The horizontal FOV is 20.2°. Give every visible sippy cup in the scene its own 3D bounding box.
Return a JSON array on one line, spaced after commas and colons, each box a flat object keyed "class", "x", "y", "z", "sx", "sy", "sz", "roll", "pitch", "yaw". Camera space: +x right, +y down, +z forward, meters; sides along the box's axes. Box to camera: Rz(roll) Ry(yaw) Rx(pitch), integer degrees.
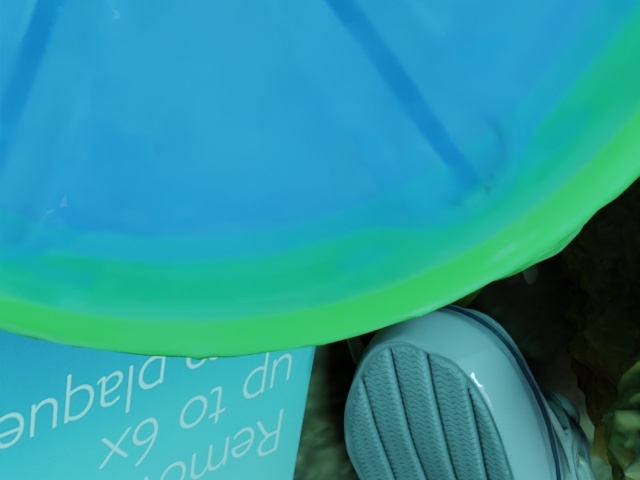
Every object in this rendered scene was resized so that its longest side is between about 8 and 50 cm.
[{"class": "sippy cup", "x": -0.021, "y": -0.129, "z": 0.390, "sx": 0.305, "sy": 0.224, "sz": 0.240, "roll": 26, "pitch": 117, "yaw": -8}]

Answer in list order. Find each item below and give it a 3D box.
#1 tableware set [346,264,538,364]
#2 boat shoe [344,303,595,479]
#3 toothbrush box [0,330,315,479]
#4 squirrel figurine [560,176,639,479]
[{"class": "tableware set", "x": 0.000, "y": 0.000, "z": 0.640, "sx": 0.154, "sy": 0.024, "sz": 0.104, "roll": -24, "pitch": 125, "yaw": -7}, {"class": "boat shoe", "x": 0.065, "y": 0.088, "z": 0.696, "sx": 0.076, "sy": 0.083, "sz": 0.226, "roll": -50, "pitch": 150, "yaw": -29}, {"class": "toothbrush box", "x": -0.127, "y": 0.095, "z": 0.536, "sx": 0.216, "sy": 0.126, "sz": 0.295, "roll": -19, "pitch": 132, "yaw": -41}, {"class": "squirrel figurine", "x": 0.280, "y": 0.031, "z": 0.565, "sx": 0.397, "sy": 0.370, "sz": 0.281, "roll": -28, "pitch": 129, "yaw": -6}]
